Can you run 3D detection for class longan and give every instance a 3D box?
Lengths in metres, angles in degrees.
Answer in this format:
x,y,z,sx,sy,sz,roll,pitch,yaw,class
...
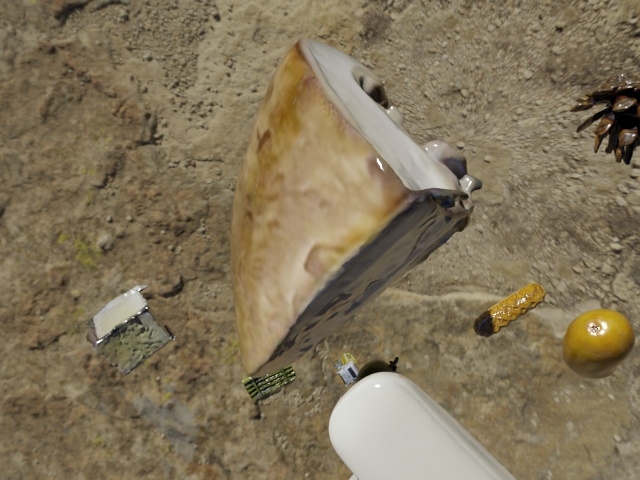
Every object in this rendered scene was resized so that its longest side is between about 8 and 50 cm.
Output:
x,y,z,sx,sy,sz,roll,pitch,yaw,class
0.091,0.204,0.786,0.075,0.075,0.083,38,81,6,longan

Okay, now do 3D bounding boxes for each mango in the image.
x,y,z,sx,sy,sz,roll,pitch,yaw,class
0.440,0.169,0.874,0.102,0.184,0.084,-14,55,10,mango

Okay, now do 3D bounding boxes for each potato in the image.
x,y,z,sx,sy,sz,roll,pitch,yaw,class
-0.227,0.103,0.655,0.086,0.122,0.061,-35,110,-17,potato

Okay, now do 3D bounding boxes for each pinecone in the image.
x,y,z,sx,sy,sz,roll,pitch,yaw,class
0.708,-0.277,1.252,0.229,0.203,0.201,-1,118,54,pinecone

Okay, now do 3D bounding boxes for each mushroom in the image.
x,y,z,sx,sy,sz,roll,pitch,yaw,class
-0.033,-0.019,0.710,0.313,0.224,0.397,52,121,22,mushroom

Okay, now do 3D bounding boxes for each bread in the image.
x,y,z,sx,sy,sz,roll,pitch,yaw,class
0.369,0.136,1.069,0.157,0.052,0.044,-34,104,5,bread

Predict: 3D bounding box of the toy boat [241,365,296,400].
x,y,z,sx,sy,sz,roll,pitch,yaw,class
-0.115,0.313,1.236,0.115,0.016,0.063,-27,113,-8,toy boat

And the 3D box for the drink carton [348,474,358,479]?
x,y,z,sx,sy,sz,roll,pitch,yaw,class
0.084,0.727,1.330,0.194,0.132,0.324,43,76,8,drink carton

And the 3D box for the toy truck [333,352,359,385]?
x,y,z,sx,sy,sz,roll,pitch,yaw,class
0.076,0.358,1.534,0.063,0.123,0.052,-34,97,-2,toy truck

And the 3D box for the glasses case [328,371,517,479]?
x,y,z,sx,sy,sz,roll,pitch,yaw,class
0.093,0.181,0.394,0.204,0.051,0.081,46,101,3,glasses case
